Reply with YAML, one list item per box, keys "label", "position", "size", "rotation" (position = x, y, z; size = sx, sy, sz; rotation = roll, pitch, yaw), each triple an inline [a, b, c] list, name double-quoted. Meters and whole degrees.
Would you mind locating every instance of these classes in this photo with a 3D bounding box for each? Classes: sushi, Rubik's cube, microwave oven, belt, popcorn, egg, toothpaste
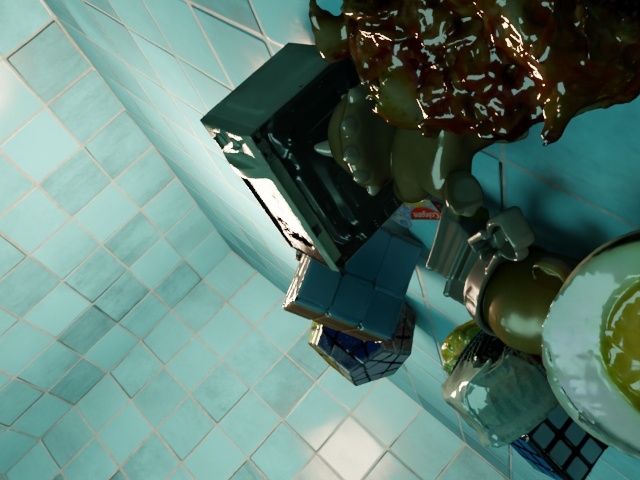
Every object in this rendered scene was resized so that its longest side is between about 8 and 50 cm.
- label: "sushi"
  position: [0.129, -0.197, 0.524]
  size: [0.196, 0.182, 0.343]
  rotation: [57, 160, -23]
- label: "Rubik's cube"
  position: [0.066, 0.081, 1.350]
  size: [0.225, 0.231, 0.221]
  rotation: [22, 167, -5]
- label: "microwave oven"
  position: [-0.006, -0.134, 0.990]
  size: [0.181, 0.237, 0.295]
  rotation: [28, 157, 50]
- label: "Rubik's cube"
  position: [0.118, 0.255, 1.761]
  size: [0.319, 0.319, 0.264]
  rotation: [41, -166, 13]
- label: "Rubik's cube"
  position: [0.496, 0.403, 1.313]
  size: [0.160, 0.163, 0.162]
  rotation: [46, 165, -6]
- label: "belt"
  position: [0.330, 0.231, 1.077]
  size: [0.150, 0.257, 0.207]
  rotation: [44, 140, 0]
- label: "popcorn"
  position: [0.354, 0.272, 1.296]
  size: [0.221, 0.184, 0.204]
  rotation: [63, 165, -19]
- label: "egg"
  position: [0.387, 0.086, 0.652]
  size: [0.264, 0.174, 0.286]
  rotation: [7, 122, 28]
- label: "toothpaste"
  position: [0.178, -0.061, 1.091]
  size: [0.070, 0.044, 0.193]
  rotation: [46, 167, -16]

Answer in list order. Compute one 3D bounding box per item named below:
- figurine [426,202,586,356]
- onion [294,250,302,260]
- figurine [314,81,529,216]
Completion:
- label: "figurine"
  position: [0.298, 0.073, 0.877]
  size: [0.342, 0.167, 0.285]
  rotation: [27, -173, -34]
- label: "onion"
  position: [0.000, 0.000, 1.624]
  size: [0.098, 0.151, 0.206]
  rotation: [26, 179, 14]
- label: "figurine"
  position: [0.103, -0.139, 0.784]
  size: [0.173, 0.177, 0.247]
  rotation: [30, -175, -25]
